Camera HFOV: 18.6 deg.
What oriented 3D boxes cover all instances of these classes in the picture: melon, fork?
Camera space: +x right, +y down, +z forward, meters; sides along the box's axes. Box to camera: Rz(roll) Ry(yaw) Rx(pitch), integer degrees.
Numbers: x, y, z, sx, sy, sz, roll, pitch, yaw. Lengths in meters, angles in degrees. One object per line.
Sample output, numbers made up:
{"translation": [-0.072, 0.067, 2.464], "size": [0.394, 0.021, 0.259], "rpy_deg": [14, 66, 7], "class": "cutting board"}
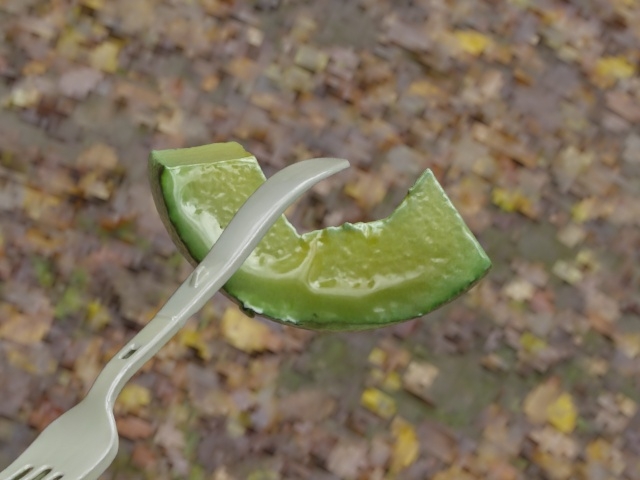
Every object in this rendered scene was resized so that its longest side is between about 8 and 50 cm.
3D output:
{"translation": [0.000, 0.000, 1.173], "size": [0.209, 0.118, 0.064], "rpy_deg": [-1, 7, 0], "class": "melon"}
{"translation": [-0.055, 0.031, 0.702], "size": [0.034, 0.028, 0.219], "rpy_deg": [-1, 34, 42], "class": "fork"}
